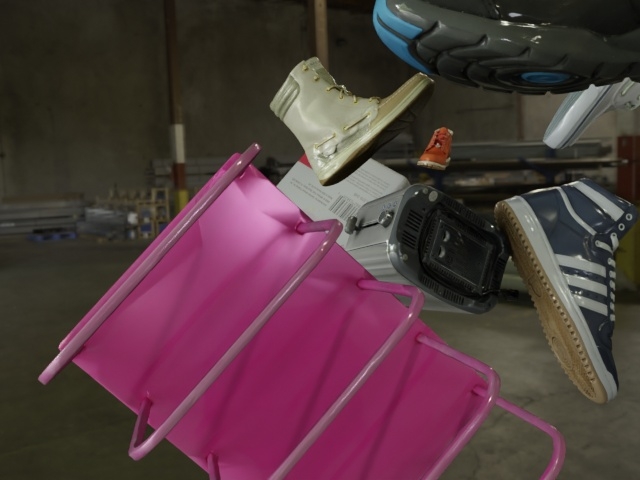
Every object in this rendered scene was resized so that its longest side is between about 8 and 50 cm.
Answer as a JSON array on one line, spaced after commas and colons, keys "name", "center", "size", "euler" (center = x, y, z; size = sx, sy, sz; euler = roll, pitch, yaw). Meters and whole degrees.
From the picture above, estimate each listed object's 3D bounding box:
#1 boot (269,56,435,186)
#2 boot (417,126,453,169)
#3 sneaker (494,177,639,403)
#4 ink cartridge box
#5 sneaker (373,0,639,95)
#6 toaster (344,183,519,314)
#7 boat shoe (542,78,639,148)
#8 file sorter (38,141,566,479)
[{"name": "boot", "center": [0.040, -0.201, 0.996], "size": [0.213, 0.165, 0.077], "euler": [-40, -13, 22]}, {"name": "boot", "center": [0.244, -0.194, 1.482], "size": [0.059, 0.085, 0.158], "euler": [14, 20, 14]}, {"name": "sneaker", "center": [0.350, 0.052, 0.901], "size": [0.153, 0.282, 0.099], "euler": [-21, -12, -7]}, {"name": "ink cartridge box", "center": [0.000, 0.000, 1.182], "size": [0.226, 0.306, 0.131], "euler": [37, -4, 41]}, {"name": "sneaker", "center": [0.204, -0.177, 0.508], "size": [0.340, 0.140, 0.125], "euler": [1, 5, -10]}, {"name": "toaster", "center": [0.140, 0.021, 0.935], "size": [0.226, 0.129, 0.146], "euler": [27, -18, -28]}, {"name": "boat shoe", "center": [0.364, -0.191, 0.840], "size": [0.075, 0.226, 0.083], "euler": [35, 23, 0]}, {"name": "file sorter", "center": [-0.012, 0.103, 0.488], "size": [0.202, 0.290, 0.182], "euler": [-48, 8, -7]}]
